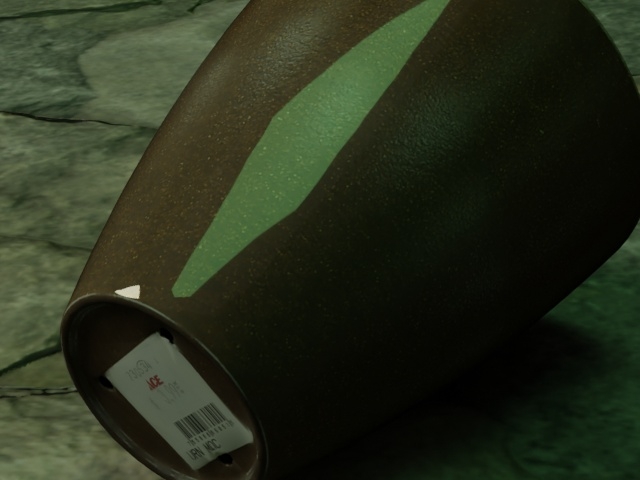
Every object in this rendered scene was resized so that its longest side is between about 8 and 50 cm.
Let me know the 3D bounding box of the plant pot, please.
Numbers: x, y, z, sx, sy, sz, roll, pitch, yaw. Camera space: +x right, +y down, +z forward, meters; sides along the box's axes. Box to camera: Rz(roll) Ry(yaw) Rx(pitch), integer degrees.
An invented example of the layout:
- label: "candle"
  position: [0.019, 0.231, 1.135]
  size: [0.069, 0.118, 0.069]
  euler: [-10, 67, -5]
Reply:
- label: "plant pot"
  position: [0.000, 0.000, 0.732]
  size: [0.215, 0.215, 0.230]
  euler: [15, 44, 32]
